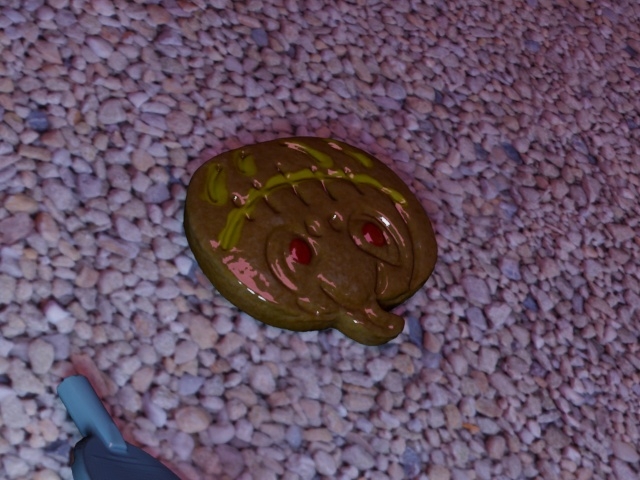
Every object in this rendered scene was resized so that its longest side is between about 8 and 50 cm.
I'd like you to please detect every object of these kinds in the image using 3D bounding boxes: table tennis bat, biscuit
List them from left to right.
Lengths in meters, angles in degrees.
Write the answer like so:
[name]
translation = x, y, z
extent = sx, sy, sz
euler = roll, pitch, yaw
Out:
[table tennis bat]
translation = -0.206, 0.278, 1.727
extent = 0.329, 0.044, 0.215
euler = 48, 15, 32
[biscuit]
translation = 0.004, -0.005, 2.141
extent = 0.394, 0.070, 0.350
euler = -22, 68, -43
